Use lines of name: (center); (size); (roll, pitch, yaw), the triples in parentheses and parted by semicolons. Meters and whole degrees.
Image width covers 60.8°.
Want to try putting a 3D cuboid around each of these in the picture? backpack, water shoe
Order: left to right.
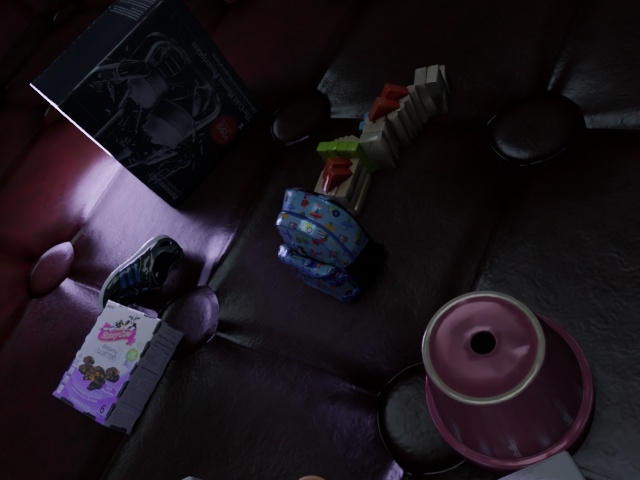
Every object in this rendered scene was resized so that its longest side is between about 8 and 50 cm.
water shoe: (-0.361, 0.076, 1.094); (0.080, 0.073, 0.203); (29, 77, 38)
backpack: (0.000, 0.000, 0.867); (0.158, 0.173, 0.117); (23, 73, 38)

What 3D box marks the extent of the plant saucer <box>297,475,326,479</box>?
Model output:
plant saucer: (-0.015, 0.361, 0.736); (0.083, 0.013, 0.083); (-15, 53, 21)

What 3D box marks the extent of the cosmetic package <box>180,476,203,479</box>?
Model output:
cosmetic package: (-0.167, 0.427, 0.688); (0.151, 0.151, 0.184); (-29, 48, 11)

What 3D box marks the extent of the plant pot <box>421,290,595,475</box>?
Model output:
plant pot: (0.206, 0.154, 0.638); (0.201, 0.180, 0.201); (-16, 53, 22)

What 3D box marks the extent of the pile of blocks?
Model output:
pile of blocks: (0.093, -0.208, 0.997); (0.362, 0.113, 0.149); (-49, 49, -8)

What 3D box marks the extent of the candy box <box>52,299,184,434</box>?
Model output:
candy box: (-0.368, 0.224, 0.998); (0.164, 0.070, 0.196); (10, 66, 35)

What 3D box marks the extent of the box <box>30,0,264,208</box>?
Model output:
box: (-0.349, -0.302, 1.166); (0.312, 0.343, 0.179); (-49, 49, -7)

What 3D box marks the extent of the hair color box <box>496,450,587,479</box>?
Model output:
hair color box: (0.185, 0.321, 0.442); (0.185, 0.339, 0.110); (-29, 86, 11)
